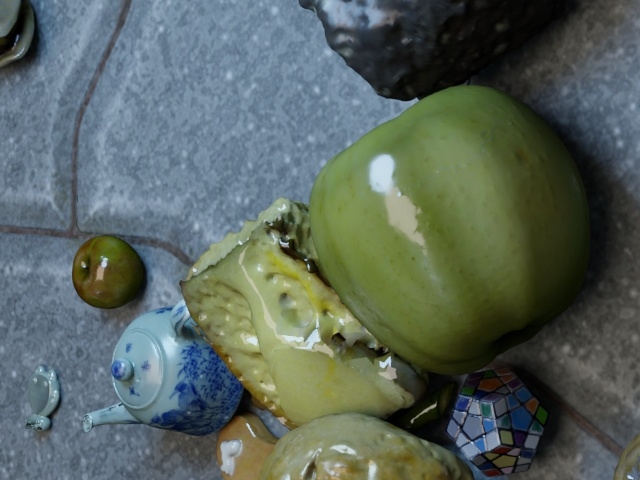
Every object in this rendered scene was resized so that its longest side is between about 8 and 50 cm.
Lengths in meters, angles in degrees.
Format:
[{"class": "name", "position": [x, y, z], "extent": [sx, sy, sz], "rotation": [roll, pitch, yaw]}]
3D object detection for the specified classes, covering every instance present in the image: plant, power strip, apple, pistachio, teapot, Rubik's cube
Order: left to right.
[{"class": "pistachio", "position": [-0.457, -0.297, 2.189], "extent": [0.238, 0.138, 0.153], "rotation": [38, 80, 30]}, {"class": "power strip", "position": [-0.357, 0.202, 2.197], "extent": [0.055, 0.035, 0.083], "rotation": [14, 99, 37]}, {"class": "apple", "position": [-0.257, 0.037, 2.082], "extent": [0.089, 0.074, 0.089], "rotation": [1, 91, 40]}, {"class": "teapot", "position": [-0.175, 0.143, 1.970], "extent": [0.232, 0.159, 0.159], "rotation": [-50, 63, 29]}, {"class": "apple", "position": [0.129, -0.016, 1.671], "extent": [0.279, 0.279, 0.279], "rotation": [2, 94, 39]}, {"class": "plant", "position": [0.143, -0.295, 1.659], "extent": [0.312, 0.213, 0.215], "rotation": [-41, 65, 32]}, {"class": "Rubik's cube", "position": [0.178, 0.181, 1.732], "extent": [0.111, 0.093, 0.111], "rotation": [0, 91, 40]}]

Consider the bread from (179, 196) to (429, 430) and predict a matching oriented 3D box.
[{"class": "bread", "position": [-0.008, 0.086, 1.837], "extent": [0.204, 0.162, 0.262], "rotation": [-35, 92, 33]}]

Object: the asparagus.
[{"class": "asparagus", "position": [0.056, 0.226, 1.826], "extent": [0.236, 0.034, 0.027], "rotation": [-42, 40, 18]}]

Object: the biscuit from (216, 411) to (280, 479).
[{"class": "biscuit", "position": [0.007, 0.289, 1.904], "extent": [0.340, 0.047, 0.216], "rotation": [5, 97, 39]}]

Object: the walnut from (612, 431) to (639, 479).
[{"class": "walnut", "position": [0.353, 0.228, 1.532], "extent": [0.198, 0.198, 0.245], "rotation": [40, 108, 30]}]

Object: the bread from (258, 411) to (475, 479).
[{"class": "bread", "position": [0.044, 0.288, 1.755], "extent": [0.244, 0.134, 0.244], "rotation": [6, 108, 19]}]
